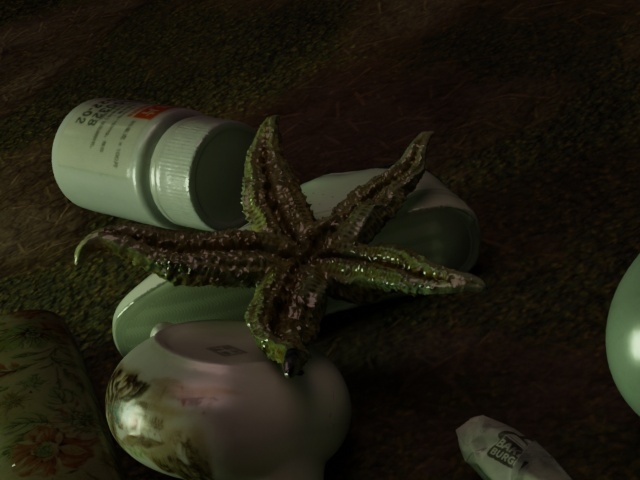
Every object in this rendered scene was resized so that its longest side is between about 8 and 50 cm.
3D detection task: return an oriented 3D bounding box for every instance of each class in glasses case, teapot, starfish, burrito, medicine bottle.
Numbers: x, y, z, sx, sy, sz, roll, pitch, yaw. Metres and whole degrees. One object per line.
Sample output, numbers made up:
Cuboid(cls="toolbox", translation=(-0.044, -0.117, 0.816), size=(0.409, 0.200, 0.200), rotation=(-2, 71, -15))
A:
Cuboid(cls="glasses case", translation=(-0.268, 0.189, 1.246), size=(0.156, 0.098, 0.425), rotation=(-23, 30, -9))
Cuboid(cls="teapot", translation=(-0.083, 0.145, 1.171), size=(0.204, 0.139, 0.298), rotation=(-8, 16, -35))
Cuboid(cls="starfish", translation=(0.002, 0.002, 1.202), size=(0.358, 0.078, 0.347), rotation=(-28, 37, -33))
Cuboid(cls="burrito", translation=(0.160, 0.189, 1.016), size=(0.064, 0.064, 0.203), rotation=(-26, 30, -7))
Cuboid(cls="medicine bottle", translation=(-0.185, -0.086, 1.595), size=(0.252, 0.144, 0.144), rotation=(15, 46, 45))

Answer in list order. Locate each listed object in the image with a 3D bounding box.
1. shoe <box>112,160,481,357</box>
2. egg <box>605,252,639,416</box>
Cuboid(cls="shoe", translation=(-0.034, 0.010, 1.362), size=(0.363, 0.132, 0.160), rotation=(-18, 31, -2))
Cuboid(cls="egg", translation=(0.332, 0.052, 1.006), size=(0.264, 0.183, 0.183), rotation=(-21, 29, -13))
